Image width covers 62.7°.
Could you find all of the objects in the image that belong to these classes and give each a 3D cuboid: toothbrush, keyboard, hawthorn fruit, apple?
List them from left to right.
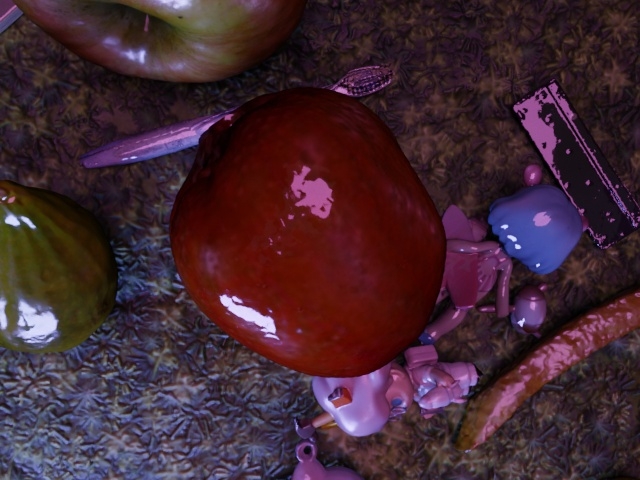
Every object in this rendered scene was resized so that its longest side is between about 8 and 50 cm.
[{"bbox_3d":[-0.160,-0.316,0.548,0.309,0.277,0.250,10,76,-28],"label":"apple"},{"bbox_3d":[-0.105,-0.156,0.665,0.413,0.042,0.035,-17,92,-1],"label":"toothbrush"},{"bbox_3d":[-0.014,-0.004,0.547,0.295,0.295,0.311,-30,82,-3],"label":"hawthorn fruit"},{"bbox_3d":[0.341,-0.100,0.699,0.072,0.023,0.231,-33,92,4],"label":"keyboard"}]

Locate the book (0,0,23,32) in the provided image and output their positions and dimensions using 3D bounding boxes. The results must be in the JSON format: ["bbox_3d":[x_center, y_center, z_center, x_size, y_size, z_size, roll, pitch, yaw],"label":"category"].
[{"bbox_3d":[-0.512,-0.349,0.645,0.215,0.025,0.283,-44,94,-1],"label":"book"}]

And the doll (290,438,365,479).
[{"bbox_3d":[-0.008,0.427,0.646,0.160,0.094,0.365,-1,89,4],"label":"doll"}]

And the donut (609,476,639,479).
[{"bbox_3d":[0.410,0.381,0.687,0.140,0.059,0.140,0,91,-3],"label":"donut"}]

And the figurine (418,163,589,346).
[{"bbox_3d":[0.223,0.048,0.653,0.260,0.103,0.205,-43,91,8],"label":"figurine"}]

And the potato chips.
[{"bbox_3d":[0.334,0.141,0.681,0.407,0.057,0.080,-31,89,-3],"label":"potato chips"}]

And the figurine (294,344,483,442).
[{"bbox_3d":[0.079,0.176,0.641,0.229,0.137,0.112,-4,59,-7],"label":"figurine"}]

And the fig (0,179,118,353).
[{"bbox_3d":[-0.311,0.017,0.581,0.167,0.167,0.233,11,116,-3],"label":"fig"}]
